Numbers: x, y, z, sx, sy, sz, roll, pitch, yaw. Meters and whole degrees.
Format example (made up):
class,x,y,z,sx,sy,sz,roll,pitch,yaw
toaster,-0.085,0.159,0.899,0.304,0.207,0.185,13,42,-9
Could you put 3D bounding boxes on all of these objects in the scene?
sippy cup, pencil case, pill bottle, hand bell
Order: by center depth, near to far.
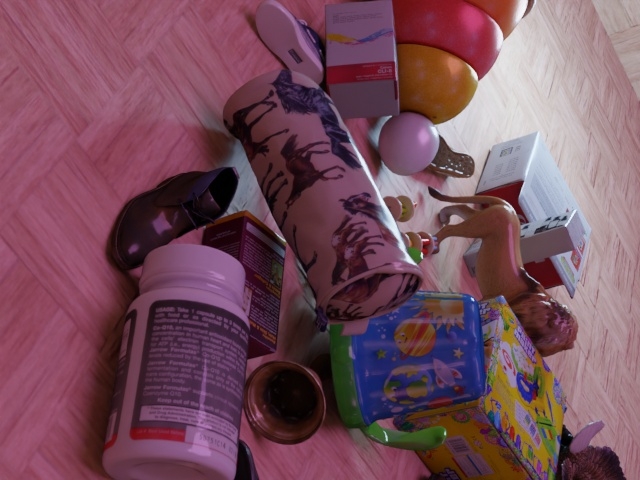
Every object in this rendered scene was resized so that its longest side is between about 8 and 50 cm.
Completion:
class,x,y,z,sx,sy,sz,roll,pitch,yaw
pill bottle,-0.172,0.159,1.340,0.161,0.161,0.283,37,47,-43
pencil case,-0.007,-0.065,1.578,0.160,0.183,0.410,-3,55,-38
hand bell,-0.014,0.212,1.635,0.126,0.126,0.242,71,21,-3
sippy cup,0.144,0.174,1.692,0.305,0.224,0.240,68,19,-55

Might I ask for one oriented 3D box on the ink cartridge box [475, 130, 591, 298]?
class,x,y,z,sx,sy,sz,roll,pitch,yaw
ink cartridge box,0.493,-0.045,2.484,0.309,0.130,0.272,56,37,-24

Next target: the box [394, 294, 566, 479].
class,x,y,z,sx,sy,sz,roll,pitch,yaw
box,0.308,0.312,1.989,0.290,0.177,0.279,54,37,-26

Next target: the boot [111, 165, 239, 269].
class,x,y,z,sx,sy,sz,roll,pitch,yaw
boot,-0.195,-0.041,1.449,0.082,0.106,0.219,60,34,-20

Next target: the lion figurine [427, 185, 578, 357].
class,x,y,z,sx,sy,sz,roll,pitch,yaw
lion figurine,0.354,0.050,2.123,0.142,0.240,0.392,-8,82,-58

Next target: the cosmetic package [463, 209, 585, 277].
class,x,y,z,sx,sy,sz,roll,pitch,yaw
cosmetic package,0.429,0.006,2.258,0.099,0.239,0.060,-40,109,-56

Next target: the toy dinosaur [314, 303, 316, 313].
class,x,y,z,sx,sy,sz,roll,pitch,yaw
toy dinosaur,0.000,0.000,1.777,0.118,0.064,0.268,-17,87,-51

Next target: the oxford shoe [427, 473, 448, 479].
class,x,y,z,sx,sy,sz,roll,pitch,yaw
oxford shoe,0.265,0.497,1.915,0.227,0.096,0.083,55,38,-24

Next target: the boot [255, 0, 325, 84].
class,x,y,z,sx,sy,sz,roll,pitch,yaw
boot,-0.052,-0.361,1.869,0.190,0.069,0.086,55,29,-40

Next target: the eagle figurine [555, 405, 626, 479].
class,x,y,z,sx,sy,sz,roll,pitch,yaw
eagle figurine,0.511,0.494,2.211,0.225,0.226,0.298,-9,77,-78

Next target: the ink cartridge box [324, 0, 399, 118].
class,x,y,z,sx,sy,sz,roll,pitch,yaw
ink cartridge box,0.076,-0.328,1.943,0.128,0.127,0.176,74,13,-65

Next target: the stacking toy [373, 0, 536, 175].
class,x,y,z,sx,sy,sz,roll,pitch,yaw
stacking toy,0.206,-0.350,2.112,0.350,0.350,0.480,35,67,-45

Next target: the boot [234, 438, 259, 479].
class,x,y,z,sx,sy,sz,roll,pitch,yaw
boot,-0.064,0.395,1.484,0.229,0.091,0.263,4,76,-62

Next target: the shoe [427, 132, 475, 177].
class,x,y,z,sx,sy,sz,roll,pitch,yaw
shoe,0.242,-0.177,2.241,0.219,0.058,0.076,23,77,-46

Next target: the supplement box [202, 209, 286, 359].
class,x,y,z,sx,sy,sz,roll,pitch,yaw
supplement box,-0.116,0.067,1.544,0.104,0.081,0.188,39,45,-43

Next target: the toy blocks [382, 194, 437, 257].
class,x,y,z,sx,sy,sz,roll,pitch,yaw
toy blocks,0.175,-0.026,2.059,0.148,0.054,0.123,-2,78,-57
